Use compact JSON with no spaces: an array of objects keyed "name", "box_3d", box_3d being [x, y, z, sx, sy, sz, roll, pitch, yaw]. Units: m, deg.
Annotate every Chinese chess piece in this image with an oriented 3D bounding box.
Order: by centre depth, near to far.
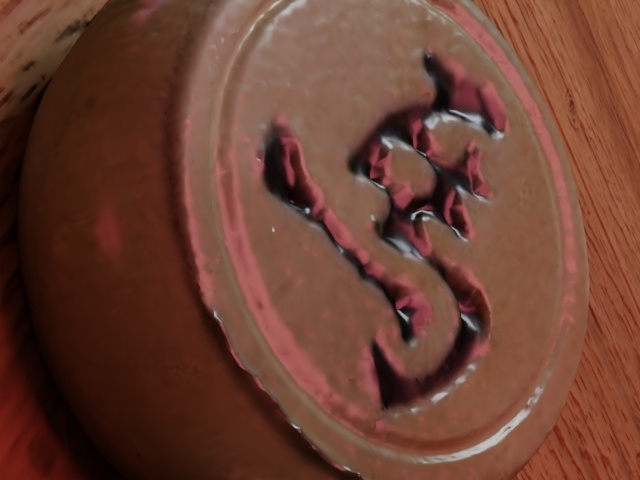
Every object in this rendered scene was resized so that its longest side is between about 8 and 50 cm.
[{"name":"Chinese chess piece","box_3d":[0.000,0.000,0.766,0.250,0.101,0.250,16,65,-40]}]
